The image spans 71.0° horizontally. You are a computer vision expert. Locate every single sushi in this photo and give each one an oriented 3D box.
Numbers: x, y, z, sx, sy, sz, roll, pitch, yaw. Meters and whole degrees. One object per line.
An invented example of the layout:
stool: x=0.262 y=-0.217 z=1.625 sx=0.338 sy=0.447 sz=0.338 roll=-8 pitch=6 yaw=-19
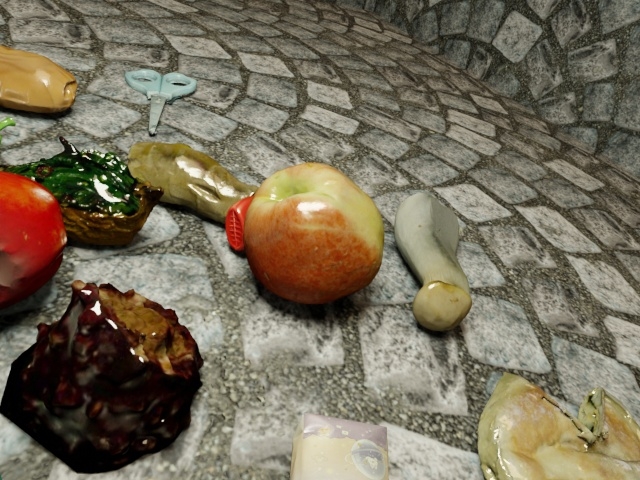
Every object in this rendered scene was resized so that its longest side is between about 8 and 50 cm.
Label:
sushi: x=-0.398 y=-0.085 z=0.724 sx=0.286 sy=0.140 sz=0.149 roll=16 pitch=42 yaw=-7

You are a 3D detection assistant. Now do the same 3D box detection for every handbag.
handbag: x=0.019 y=0.287 z=0.498 sx=0.117 sy=0.095 sz=0.173 roll=11 pitch=29 yaw=-3

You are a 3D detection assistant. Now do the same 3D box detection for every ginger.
ginger: x=-0.248 y=-0.116 z=0.858 sx=0.262 sy=0.109 sz=0.116 roll=23 pitch=34 yaw=2

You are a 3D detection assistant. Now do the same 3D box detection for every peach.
peach: x=0.000 y=0.000 z=0.755 sx=0.232 sy=0.257 sz=0.233 roll=-19 pitch=42 yaw=18
peach: x=-0.449 y=0.003 z=0.555 sx=0.226 sy=0.190 sz=0.196 roll=-14 pitch=76 yaw=-42

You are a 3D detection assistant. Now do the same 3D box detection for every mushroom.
mushroom: x=0.229 y=0.032 z=0.881 sx=0.159 sy=0.122 sz=0.329 roll=7 pitch=38 yaw=-2

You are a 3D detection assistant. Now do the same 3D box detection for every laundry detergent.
laundry detergent: x=-0.105 y=-0.041 z=0.847 sx=0.049 sy=0.098 sz=0.165 roll=12 pitch=22 yaw=31

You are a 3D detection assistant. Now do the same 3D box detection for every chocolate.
chocolate: x=-0.235 y=0.116 z=0.520 sx=0.224 sy=0.177 sz=0.206 roll=30 pitch=38 yaw=11

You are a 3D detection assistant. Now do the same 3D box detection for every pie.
pie: x=0.371 y=0.333 z=0.609 sx=0.337 sy=0.075 sz=0.338 roll=13 pitch=43 yaw=-12

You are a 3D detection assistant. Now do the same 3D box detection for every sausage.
sausage: x=-0.650 y=-0.343 z=0.952 sx=0.240 sy=0.120 sz=0.136 roll=13 pitch=26 yaw=-7

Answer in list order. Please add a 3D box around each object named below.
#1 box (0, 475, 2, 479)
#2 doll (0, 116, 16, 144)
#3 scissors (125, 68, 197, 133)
box: x=-0.339 y=0.176 z=0.282 sx=0.118 sy=0.312 sz=0.205 roll=20 pitch=37 yaw=-2
doll: x=-0.657 y=-0.223 z=0.858 sx=0.115 sy=0.050 sz=0.190 roll=-23 pitch=52 yaw=-38
scissors: x=-0.419 y=-0.362 z=1.158 sx=0.191 sy=0.030 sz=0.361 roll=2 pitch=42 yaw=-16
